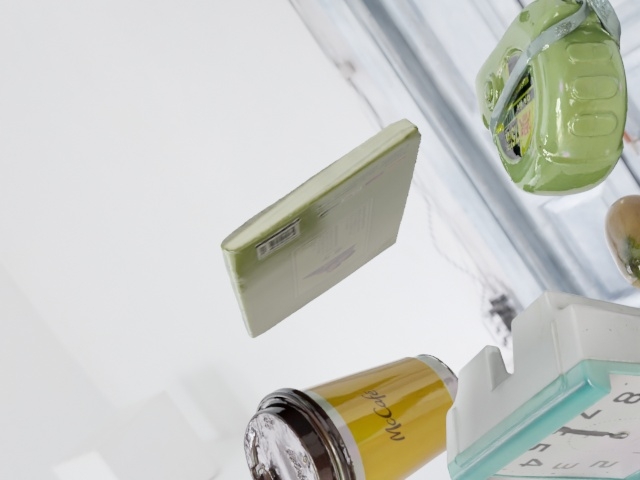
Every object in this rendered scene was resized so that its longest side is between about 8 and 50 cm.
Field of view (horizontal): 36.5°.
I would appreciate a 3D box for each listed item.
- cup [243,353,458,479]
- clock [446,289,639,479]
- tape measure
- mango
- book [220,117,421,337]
[{"bbox_3d":[0.053,0.254,1.267,0.279,0.196,0.196,-18,-3,-34],"label":"cup"},{"bbox_3d":[0.268,0.147,0.917,0.231,0.116,0.262,7,-32,-18],"label":"clock"},{"bbox_3d":[0.188,-0.111,0.773,0.087,0.154,0.177,-2,-18,-7],"label":"tape measure"},{"bbox_3d":[0.580,0.010,1.733,0.120,0.151,0.221,-38,29,30],"label":"mango"},{"bbox_3d":[0.000,0.000,1.120,0.239,0.035,0.352,-35,-15,-12],"label":"book"}]
